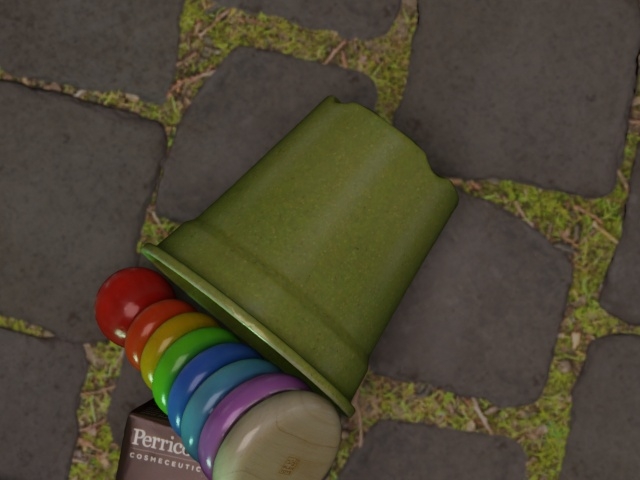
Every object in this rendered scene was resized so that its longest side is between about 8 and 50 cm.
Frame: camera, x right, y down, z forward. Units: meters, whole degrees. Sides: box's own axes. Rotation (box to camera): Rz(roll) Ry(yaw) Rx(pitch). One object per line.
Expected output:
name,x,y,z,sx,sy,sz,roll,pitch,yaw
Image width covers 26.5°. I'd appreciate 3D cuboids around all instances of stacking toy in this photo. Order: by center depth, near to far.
stacking toy,-0.124,0.133,1.393,0.141,0.141,0.330,-53,48,3

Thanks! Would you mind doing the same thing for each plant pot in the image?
plant pot,0.000,0.000,1.413,0.276,0.276,0.254,38,81,3

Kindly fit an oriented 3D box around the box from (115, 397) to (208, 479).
box,-0.140,0.379,1.472,0.191,0.143,0.381,10,90,5
